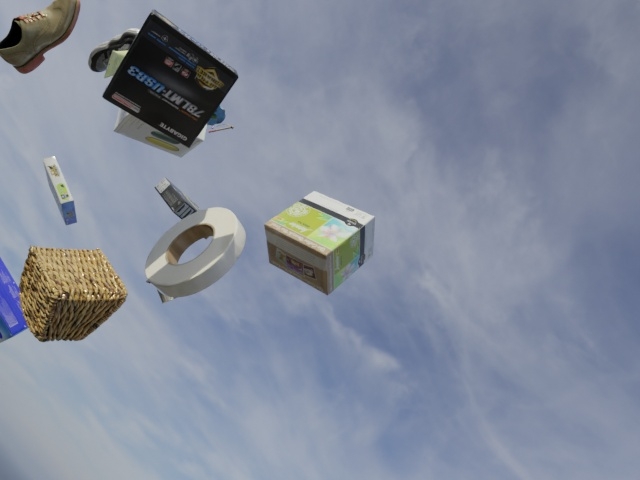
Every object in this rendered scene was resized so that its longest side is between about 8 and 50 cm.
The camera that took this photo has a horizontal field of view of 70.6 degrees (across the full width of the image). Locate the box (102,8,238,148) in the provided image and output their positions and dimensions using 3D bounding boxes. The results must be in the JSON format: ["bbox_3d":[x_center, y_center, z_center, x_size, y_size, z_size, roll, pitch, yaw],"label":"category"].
[{"bbox_3d":[-0.454,-0.479,1.383,0.295,0.073,0.293,31,-70,-31],"label":"box"}]

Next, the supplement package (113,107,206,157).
[{"bbox_3d":[-0.574,-0.465,1.653,0.263,0.198,0.199,18,-23,-38],"label":"supplement package"}]

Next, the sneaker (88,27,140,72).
[{"bbox_3d":[-0.779,-0.699,1.762,0.268,0.101,0.153,-26,-102,11],"label":"sneaker"}]

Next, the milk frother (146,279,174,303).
[{"bbox_3d":[-0.757,0.231,2.158,0.129,0.143,0.135,-22,-89,41],"label":"milk frother"}]

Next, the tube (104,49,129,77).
[{"bbox_3d":[-0.667,-0.605,1.522,0.062,0.240,0.070,-12,-63,5],"label":"tube"}]

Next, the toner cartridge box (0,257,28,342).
[{"bbox_3d":[-1.176,0.183,1.623,0.165,0.075,0.348,-102,167,-81],"label":"toner cartridge box"}]

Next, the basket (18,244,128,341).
[{"bbox_3d":[-0.777,0.174,1.413,0.299,0.223,0.213,37,-71,36],"label":"basket"}]

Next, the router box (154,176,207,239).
[{"bbox_3d":[-0.677,-0.163,2.265,0.309,0.081,0.243,41,-5,45],"label":"router box"}]

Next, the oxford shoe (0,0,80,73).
[{"bbox_3d":[-1.004,-0.762,1.614,0.123,0.348,0.130,35,-4,21],"label":"oxford shoe"}]

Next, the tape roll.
[{"bbox_3d":[-0.459,0.033,1.658,0.392,0.392,0.072,9,-36,38],"label":"tape roll"}]

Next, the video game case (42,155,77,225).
[{"bbox_3d":[-1.265,-0.235,2.198,0.244,0.061,0.269,64,-31,9],"label":"video game case"}]

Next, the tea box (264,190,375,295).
[{"bbox_3d":[0.000,0.000,1.871,0.329,0.323,0.220,25,-44,31],"label":"tea box"}]

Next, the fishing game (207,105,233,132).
[{"bbox_3d":[-0.477,-0.524,1.839,0.189,0.041,0.264,-4,-28,26],"label":"fishing game"}]
